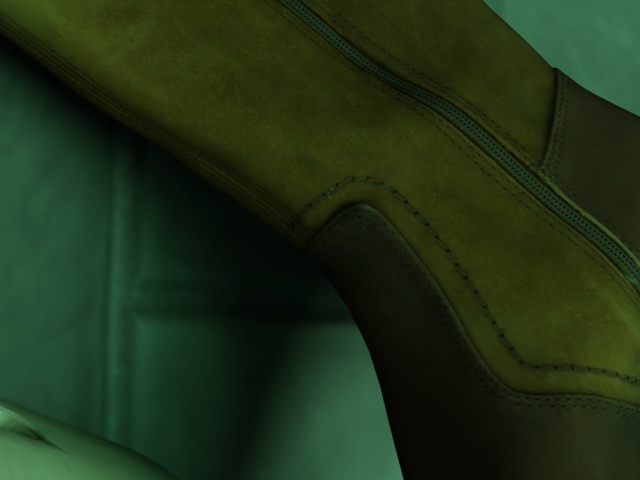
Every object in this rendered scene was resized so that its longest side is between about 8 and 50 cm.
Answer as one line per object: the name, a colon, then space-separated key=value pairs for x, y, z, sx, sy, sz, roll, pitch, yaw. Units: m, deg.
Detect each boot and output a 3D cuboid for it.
boot: x=0.000 y=0.000 z=0.413 sx=0.280 sy=0.096 sz=0.264 roll=42 pitch=63 yaw=-4

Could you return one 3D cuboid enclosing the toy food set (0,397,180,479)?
toy food set: x=-0.156 y=0.176 z=0.351 sx=0.220 sy=0.092 sz=0.306 roll=35 pitch=68 yaw=-48
